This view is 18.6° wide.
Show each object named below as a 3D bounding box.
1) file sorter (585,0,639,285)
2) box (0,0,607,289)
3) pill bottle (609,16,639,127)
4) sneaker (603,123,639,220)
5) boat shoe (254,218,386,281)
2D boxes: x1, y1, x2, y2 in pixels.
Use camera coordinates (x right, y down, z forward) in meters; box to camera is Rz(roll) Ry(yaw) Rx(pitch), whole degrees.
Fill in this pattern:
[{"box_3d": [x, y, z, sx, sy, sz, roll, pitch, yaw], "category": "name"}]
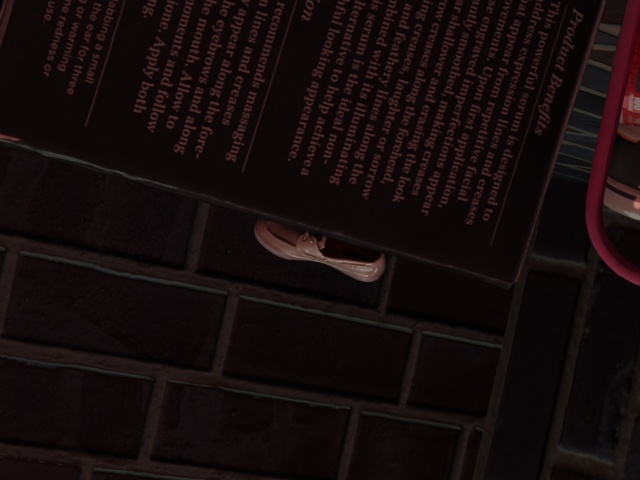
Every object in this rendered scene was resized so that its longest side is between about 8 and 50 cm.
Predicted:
[{"box_3d": [0.269, -0.067, 0.885, 0.202, 0.182, 0.290, 20, -162, 28], "category": "file sorter"}, {"box_3d": [-0.066, -0.138, 1.309, 0.395, 0.212, 0.293, 16, -176, -29], "category": "box"}, {"box_3d": [0.330, -0.131, 1.569, 0.180, 0.108, 0.108, 12, 180, 16], "category": "pill bottle"}, {"box_3d": [0.348, -0.127, 1.864, 0.126, 0.127, 0.321, 18, -155, 11], "category": "sneaker"}, {"box_3d": [0.000, 0.000, 1.399, 0.100, 0.035, 0.035, 22, 158, 8], "category": "boat shoe"}]
